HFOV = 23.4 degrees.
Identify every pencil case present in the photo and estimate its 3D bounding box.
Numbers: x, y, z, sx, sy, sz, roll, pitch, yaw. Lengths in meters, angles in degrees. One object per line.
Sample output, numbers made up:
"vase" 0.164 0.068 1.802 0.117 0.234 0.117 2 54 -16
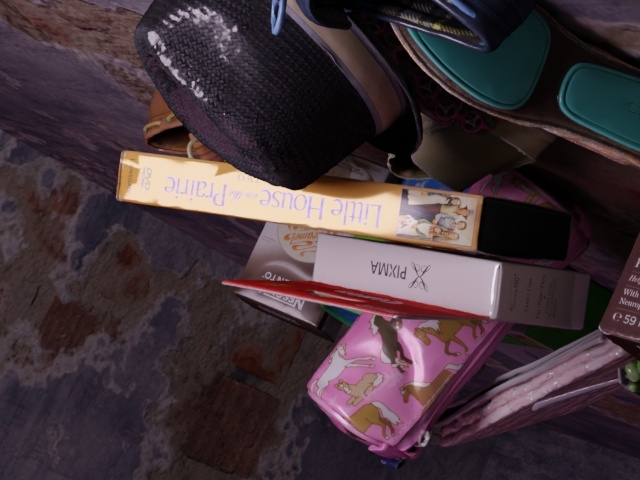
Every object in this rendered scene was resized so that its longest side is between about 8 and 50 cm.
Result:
"pencil case" 0.157 0.086 1.855 0.167 0.386 0.160 39 174 -2

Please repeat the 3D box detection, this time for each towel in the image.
"towel" 0.341 0.156 1.910 0.317 0.053 0.332 -7 160 -44

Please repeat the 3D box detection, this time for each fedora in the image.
"fedora" -0.062 -0.162 1.482 0.334 0.152 0.334 39 169 9

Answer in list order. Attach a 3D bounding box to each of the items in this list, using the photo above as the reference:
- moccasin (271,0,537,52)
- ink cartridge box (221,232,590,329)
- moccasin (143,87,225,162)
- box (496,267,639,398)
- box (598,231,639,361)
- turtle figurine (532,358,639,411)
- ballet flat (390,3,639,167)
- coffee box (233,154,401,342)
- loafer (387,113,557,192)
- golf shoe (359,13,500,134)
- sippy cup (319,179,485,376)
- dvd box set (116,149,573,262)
"moccasin" 0.012 -0.229 1.218 0.342 0.117 0.138 15 160 36
"ink cartridge box" 0.086 0.038 1.620 0.261 0.066 0.296 6 -178 -39
"moccasin" -0.110 -0.140 1.990 0.380 0.147 0.139 15 167 46
"box" 0.364 0.129 2.367 0.262 0.127 0.231 28 169 -26
"box" 0.409 0.046 1.496 0.168 0.203 0.167 14 166 48
"turtle figurine" 0.407 0.205 1.664 0.274 0.198 0.266 10 137 -10
"ballet flat" 0.183 -0.143 1.350 0.316 0.108 0.106 28 178 -14
"coffee box" 0.000 0.000 2.188 0.141 0.247 0.098 21 171 19
"loafer" 0.159 -0.101 1.678 0.102 0.092 0.268 28 171 -22
"golf shoe" 0.100 -0.168 1.550 0.186 0.067 0.086 35 177 1
"sippy cup" 0.149 0.035 2.069 0.240 0.224 0.305 26 171 0
"dvd box set" 0.033 -0.036 1.700 0.420 0.062 0.307 8 -179 25
